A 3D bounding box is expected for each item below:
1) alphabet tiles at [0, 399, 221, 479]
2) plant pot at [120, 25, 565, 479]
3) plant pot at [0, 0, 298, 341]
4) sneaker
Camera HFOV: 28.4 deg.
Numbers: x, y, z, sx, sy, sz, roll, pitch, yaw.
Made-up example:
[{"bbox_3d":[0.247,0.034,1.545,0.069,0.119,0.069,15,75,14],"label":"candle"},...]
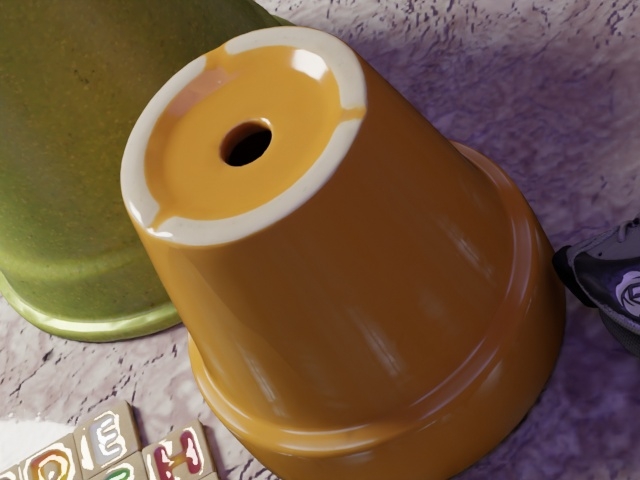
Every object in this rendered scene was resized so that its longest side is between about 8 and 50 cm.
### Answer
[{"bbox_3d":[-0.153,0.202,0.702,0.237,0.009,0.198,-31,47,7],"label":"alphabet tiles"},{"bbox_3d":[0.000,0.000,0.644,0.205,0.188,0.205,-15,50,19],"label":"plant pot"},{"bbox_3d":[-0.162,-0.118,0.781,0.276,0.254,0.276,-16,50,20],"label":"plant pot"},{"bbox_3d":[0.178,-0.025,0.636,0.132,0.086,0.229,-15,51,23],"label":"sneaker"}]
